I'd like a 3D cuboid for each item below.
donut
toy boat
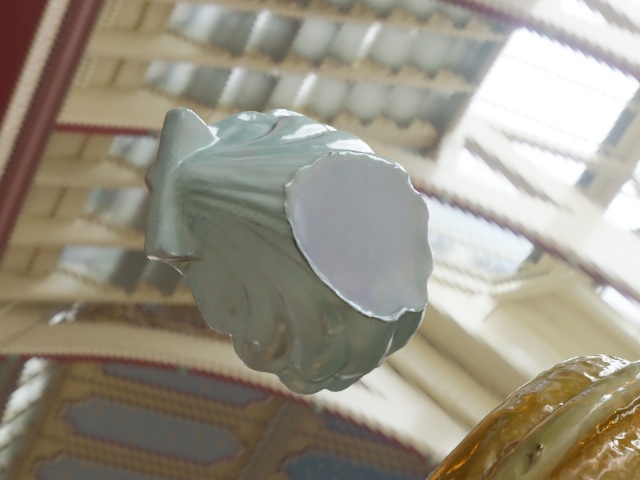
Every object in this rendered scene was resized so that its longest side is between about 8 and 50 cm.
[{"bbox_3d":[0.193,0.290,1.568,0.198,0.449,0.448,38,-51,28],"label":"donut"},{"bbox_3d":[0.000,0.000,1.231,0.100,0.290,0.199,-8,-109,39],"label":"toy boat"}]
